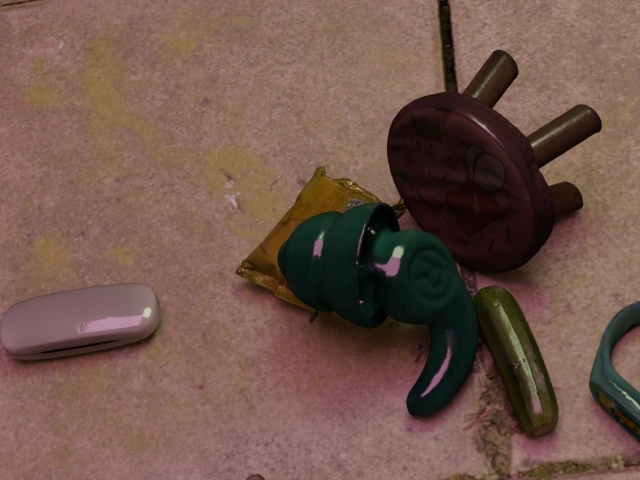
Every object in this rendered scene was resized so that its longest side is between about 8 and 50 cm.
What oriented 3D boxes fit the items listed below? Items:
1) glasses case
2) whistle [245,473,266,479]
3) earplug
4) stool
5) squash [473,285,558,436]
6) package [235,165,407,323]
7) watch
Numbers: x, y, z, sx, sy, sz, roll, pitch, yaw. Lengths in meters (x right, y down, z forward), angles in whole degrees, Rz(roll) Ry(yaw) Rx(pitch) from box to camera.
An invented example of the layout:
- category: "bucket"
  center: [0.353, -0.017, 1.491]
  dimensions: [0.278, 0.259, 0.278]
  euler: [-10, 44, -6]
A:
- category: "glasses case"
  center: [-0.345, 0.115, 2.080]
  dimensions: [0.233, 0.059, 0.092]
  euler: [-11, 52, 6]
- category: "whistle"
  center: [-0.016, 0.367, 1.832]
  dimensions: [0.220, 0.057, 0.107]
  euler: [34, 69, 32]
- category: "earplug"
  center: [0.075, 0.072, 1.930]
  dimensions: [0.280, 0.257, 0.164]
  euler: [13, 36, 20]
- category: "stool"
  center: [0.241, -0.109, 1.997]
  dimensions: [0.178, 0.272, 0.272]
  euler: [-36, 54, -28]
- category: "squash"
  center: [0.257, 0.154, 1.916]
  dimensions: [0.066, 0.066, 0.229]
  euler: [-18, 55, 0]
- category: "package"
  center: [0.000, 0.000, 2.059]
  dimensions: [0.168, 0.090, 0.226]
  euler: [27, 73, 30]
- category: "watch"
  center: [0.459, 0.178, 1.855]
  dimensions: [0.195, 0.068, 0.237]
  euler: [-35, 51, -15]
